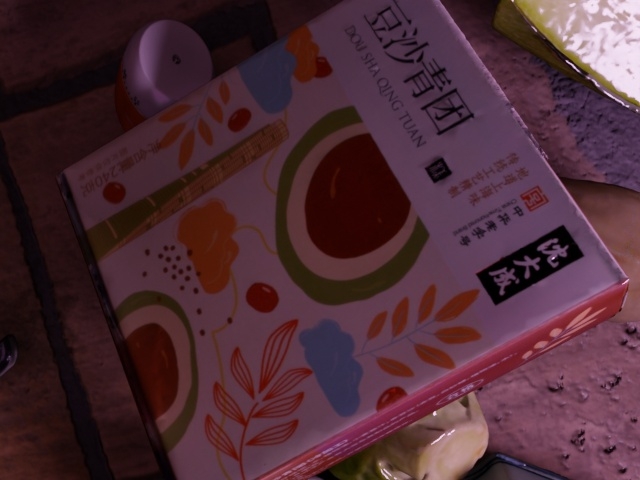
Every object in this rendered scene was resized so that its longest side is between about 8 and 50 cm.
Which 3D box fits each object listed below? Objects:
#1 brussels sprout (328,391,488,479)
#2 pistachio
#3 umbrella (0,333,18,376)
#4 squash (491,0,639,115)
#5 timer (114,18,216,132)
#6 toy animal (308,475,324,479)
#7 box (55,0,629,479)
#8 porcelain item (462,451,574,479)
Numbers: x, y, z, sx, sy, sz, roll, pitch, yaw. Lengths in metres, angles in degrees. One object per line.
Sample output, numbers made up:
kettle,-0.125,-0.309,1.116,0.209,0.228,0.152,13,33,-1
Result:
brussels sprout,0.067,0.164,0.760,0.162,0.180,0.143,-21,129,-14
pistachio,0.245,0.003,0.757,0.226,0.136,0.135,18,90,15
umbrella,-0.421,0.193,0.846,0.248,0.071,0.071,-38,86,4
squash,0.352,-0.214,0.717,0.309,0.210,0.233,35,104,10
timer,-0.167,-0.150,0.813,0.099,0.136,0.136,21,91,-25
toy animal,-0.011,0.291,0.746,0.179,0.166,0.138,31,133,-22
box,0.000,0.000,0.694,0.385,0.122,0.344,-30,66,6
porcelain item,0.204,0.365,0.740,0.282,0.157,0.285,19,91,7
